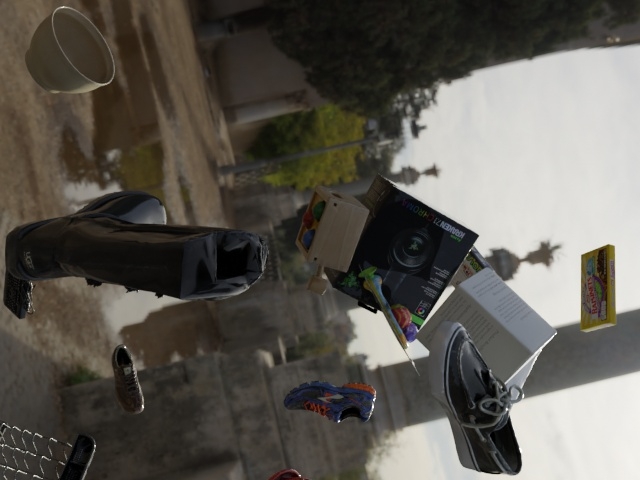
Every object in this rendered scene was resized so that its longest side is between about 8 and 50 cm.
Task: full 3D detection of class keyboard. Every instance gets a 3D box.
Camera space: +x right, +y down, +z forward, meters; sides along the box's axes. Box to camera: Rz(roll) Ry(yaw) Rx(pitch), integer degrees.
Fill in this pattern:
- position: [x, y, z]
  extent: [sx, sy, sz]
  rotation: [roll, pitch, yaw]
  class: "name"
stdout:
- position: [-0.688, 0.099, 1.776]
  extent: [0.038, 0.100, 0.192]
  rotation: [-33, 149, -51]
  class: "keyboard"

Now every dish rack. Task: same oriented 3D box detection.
- position: [-0.583, 0.444, 1.489]
  extent: [0.074, 0.271, 0.208]
  rotation: [100, 6, -58]
  class: "dish rack"

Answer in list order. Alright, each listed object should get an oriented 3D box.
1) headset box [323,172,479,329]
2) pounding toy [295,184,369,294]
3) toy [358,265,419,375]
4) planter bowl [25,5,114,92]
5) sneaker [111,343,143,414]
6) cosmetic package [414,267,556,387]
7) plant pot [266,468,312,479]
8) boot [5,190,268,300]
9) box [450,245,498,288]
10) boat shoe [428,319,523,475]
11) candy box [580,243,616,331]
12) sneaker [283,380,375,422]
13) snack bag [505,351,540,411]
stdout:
- position: [0.174, 0.035, 1.804]
  extent: [0.283, 0.246, 0.131]
  rotation: [-58, -161, 10]
  class: "headset box"
- position: [-0.004, 0.003, 1.535]
  extent: [0.181, 0.094, 0.206]
  rotation: [-127, -124, -70]
  class: "pounding toy"
- position: [0.161, 0.158, 1.683]
  extent: [0.237, 0.056, 0.137]
  rotation: [58, 3, -13]
  class: "toy"
- position: [-0.490, -0.348, 1.502]
  extent: [0.162, 0.109, 0.162]
  rotation: [50, 27, -37]
  class: "planter bowl"
- position: [-0.505, 0.357, 2.037]
  extent: [0.188, 0.066, 0.071]
  rotation: [63, -26, 29]
  class: "sneaker"
- position: [0.314, 0.177, 1.495]
  extent: [0.183, 0.151, 0.151]
  rotation: [45, 31, 16]
  class: "cosmetic package"
- position: [-0.064, 0.698, 2.014]
  extent: [0.174, 0.191, 0.191]
  rotation: [18, -47, 38]
  class: "plant pot"
- position: [-0.278, -0.001, 1.403]
  extent: [0.367, 0.445, 0.146]
  rotation: [-30, 113, -51]
  class: "boot"
- position: [0.405, 0.094, 2.117]
  extent: [0.114, 0.036, 0.207]
  rotation: [-55, -129, 32]
  class: "box"
- position: [0.250, 0.254, 1.221]
  extent: [0.113, 0.105, 0.306]
  rotation: [-42, 126, -41]
  class: "boat shoe"
- position: [0.693, 0.119, 1.966]
  extent: [0.105, 0.027, 0.206]
  rotation: [141, -40, -62]
  class: "candy box"
- position: [0.023, 0.387, 1.866]
  extent: [0.083, 0.221, 0.087]
  rotation: [87, 2, -53]
  class: "sneaker"
- position: [0.431, 0.335, 1.876]
  extent: [0.323, 0.037, 0.342]
  rotation: [-60, 145, -15]
  class: "snack bag"
